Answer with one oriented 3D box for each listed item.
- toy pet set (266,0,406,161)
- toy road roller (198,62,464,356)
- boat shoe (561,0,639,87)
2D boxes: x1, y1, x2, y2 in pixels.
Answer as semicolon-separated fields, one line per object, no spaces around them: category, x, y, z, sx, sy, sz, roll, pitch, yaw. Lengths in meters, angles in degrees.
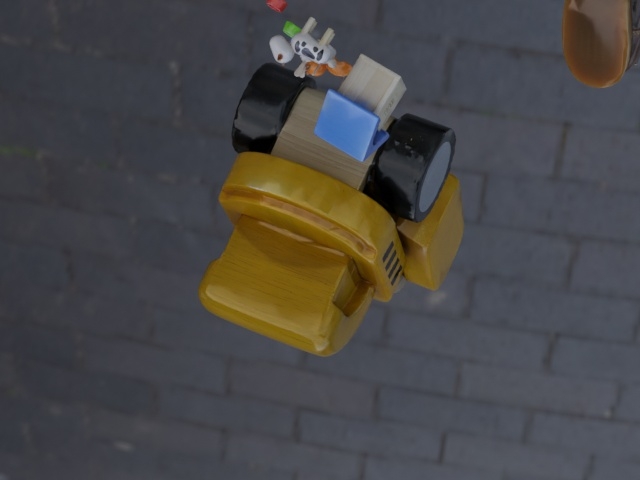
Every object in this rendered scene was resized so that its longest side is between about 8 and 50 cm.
toy pet set;0.001;-0.110;1.289;0.114;0.065;0.122;32;178;12
toy road roller;0.000;0.000;1.734;0.202;0.240;0.329;22;166;15
boat shoe;0.212;-0.210;1.267;0.073;0.073;0.207;24;137;21
